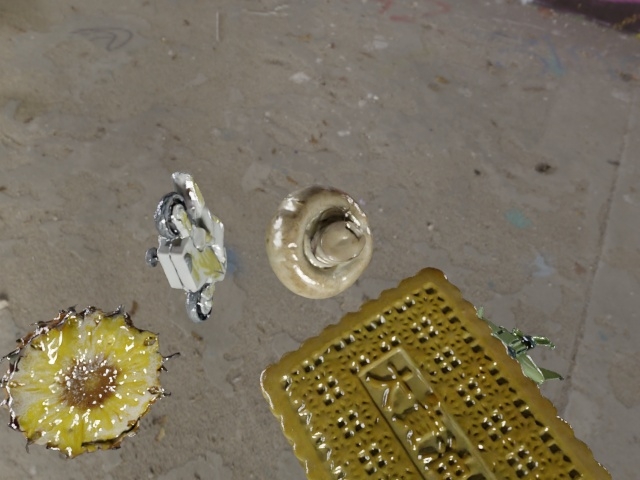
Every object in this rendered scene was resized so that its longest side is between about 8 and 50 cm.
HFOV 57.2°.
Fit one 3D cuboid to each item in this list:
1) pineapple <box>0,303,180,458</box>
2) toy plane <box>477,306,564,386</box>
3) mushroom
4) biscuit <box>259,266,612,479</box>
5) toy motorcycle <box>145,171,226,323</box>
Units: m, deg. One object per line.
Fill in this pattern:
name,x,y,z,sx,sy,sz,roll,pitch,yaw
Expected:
pineapple,-0.291,0.174,0.745,0.221,0.221,0.047,-20,18,-26
toy plane,0.178,0.104,0.570,0.102,0.040,0.111,-16,48,-33
mushroom,0.000,0.000,0.851,0.166,0.127,0.166,3,81,-24
biscuit,0.084,0.152,0.392,0.172,0.029,0.254,-31,66,-9
toy motorcycle,-0.185,0.007,0.869,0.074,0.229,0.151,1,37,16
